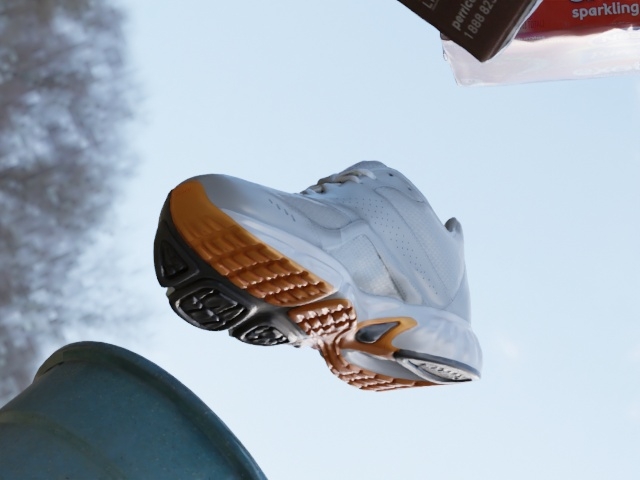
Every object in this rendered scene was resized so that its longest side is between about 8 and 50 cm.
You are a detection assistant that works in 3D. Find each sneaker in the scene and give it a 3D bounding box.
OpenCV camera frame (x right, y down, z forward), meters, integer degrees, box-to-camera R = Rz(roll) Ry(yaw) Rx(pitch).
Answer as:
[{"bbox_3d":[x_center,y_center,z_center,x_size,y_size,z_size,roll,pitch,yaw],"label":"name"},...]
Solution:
[{"bbox_3d":[0.000,0.000,0.977,0.099,0.262,0.121,-12,-115,31],"label":"sneaker"}]

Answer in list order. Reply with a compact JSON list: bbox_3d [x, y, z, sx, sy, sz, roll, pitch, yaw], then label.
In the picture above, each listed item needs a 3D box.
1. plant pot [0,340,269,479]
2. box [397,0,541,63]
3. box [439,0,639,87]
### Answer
[{"bbox_3d":[-0.232,0.302,1.310,0.341,0.334,0.341,30,-44,33],"label":"plant pot"},{"bbox_3d":[-0.013,-0.270,0.753,0.381,0.191,0.143,38,-37,3],"label":"box"},{"bbox_3d":[0.210,-0.190,1.205,0.122,0.256,0.128,48,39,-75],"label":"box"}]
